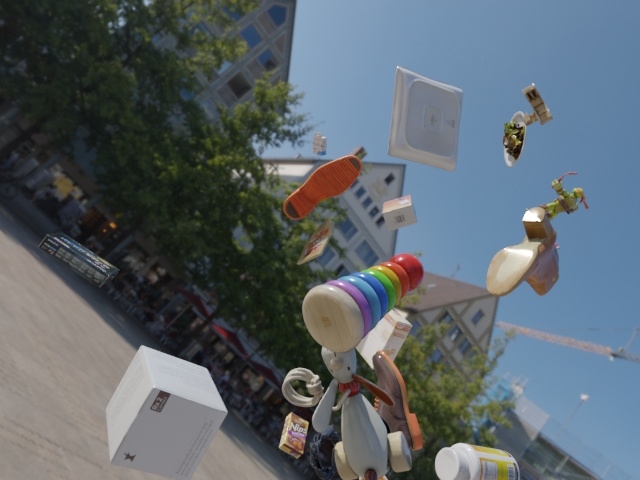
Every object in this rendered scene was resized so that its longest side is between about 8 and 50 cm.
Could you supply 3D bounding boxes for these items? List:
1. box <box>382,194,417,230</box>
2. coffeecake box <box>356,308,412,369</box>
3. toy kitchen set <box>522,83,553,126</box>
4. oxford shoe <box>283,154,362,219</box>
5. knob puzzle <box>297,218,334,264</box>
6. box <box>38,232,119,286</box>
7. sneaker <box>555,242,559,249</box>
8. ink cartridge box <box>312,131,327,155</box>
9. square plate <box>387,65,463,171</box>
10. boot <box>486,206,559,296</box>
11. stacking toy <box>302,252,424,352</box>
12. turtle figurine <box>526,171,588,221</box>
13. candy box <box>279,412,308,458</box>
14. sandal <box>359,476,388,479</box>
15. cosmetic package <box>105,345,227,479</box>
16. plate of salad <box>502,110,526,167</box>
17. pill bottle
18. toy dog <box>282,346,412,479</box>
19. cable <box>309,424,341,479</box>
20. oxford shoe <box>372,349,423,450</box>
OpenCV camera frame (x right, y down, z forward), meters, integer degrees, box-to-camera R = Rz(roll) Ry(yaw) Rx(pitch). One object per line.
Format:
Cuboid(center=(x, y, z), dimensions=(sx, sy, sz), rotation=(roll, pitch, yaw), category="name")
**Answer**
Cuboid(center=(0.349, -0.123, 2.262), dimensions=(0.170, 0.130, 0.091), rotation=(-69, 139, -69), category="box")
Cuboid(center=(0.211, 0.327, 1.741), dimensions=(0.068, 0.185, 0.142), rotation=(21, 11, -27), category="coffeecake box")
Cuboid(center=(0.570, -0.357, 1.387), dimensions=(0.075, 0.068, 0.083), rotation=(27, 43, -45), category="toy kitchen set")
Cuboid(center=(0.008, -0.224, 1.975), dimensions=(0.130, 0.364, 0.132), rotation=(51, 26, -17), category="oxford shoe")
Cuboid(center=(0.000, 0.000, 1.937), dimensions=(0.030, 0.213, 0.213), rotation=(36, -13, -18), category="knob puzzle")
Cuboid(center=(-0.767, 0.060, 1.644), dimensions=(0.220, 0.051, 0.175), rotation=(36, -5, -10), category="box")
Cuboid(center=(0.978, 0.007, 2.175), dimensions=(0.067, 0.042, 0.118), rotation=(64, 21, -1), category="sneaker")
Cuboid(center=(-0.002, -0.368, 1.944), dimensions=(0.048, 0.028, 0.083), rotation=(22, -60, 38), category="ink cartridge box")
Cuboid(center=(0.424, -0.467, 1.988), dimensions=(0.344, 0.347, 0.049), rotation=(8, -3, -29), category="square plate")
Cuboid(center=(0.535, 0.082, 1.306), dimensions=(0.104, 0.295, 0.211), rotation=(9, -37, 46), category="boot")
Cuboid(center=(0.114, 0.105, 1.099), dimensions=(0.141, 0.330, 0.141), rotation=(18, -61, 35), category="stacking toy")
Cuboid(center=(0.896, -0.126, 1.912), dimensions=(0.269, 0.217, 0.087), rotation=(31, 30, -44), category="turtle figurine")
Cuboid(center=(-0.127, 0.937, 2.476), dimensions=(0.109, 0.053, 0.186), rotation=(34, 28, -12), category="candy box")
Cuboid(center=(0.183, 0.739, 1.365), dimensions=(0.265, 0.102, 0.076), rotation=(57, -1, 13), category="sandal")
Cuboid(center=(-0.293, 0.318, 0.960), dimensions=(0.151, 0.151, 0.184), rotation=(29, 0, -28), category="cosmetic package")
Cuboid(center=(0.692, -0.365, 1.854), dimensions=(0.048, 0.199, 0.200), rotation=(6, -19, -1), category="plate of salad")
Cuboid(center=(0.404, 0.595, 1.333), dimensions=(0.215, 0.117, 0.117), rotation=(20, -4, -27), category="pill bottle")
Cuboid(center=(0.071, 0.386, 1.078), dimensions=(0.333, 0.220, 0.161), rotation=(50, 11, -4), category="toy dog")
Cuboid(center=(0.016, 0.702, 1.679), dimensions=(0.047, 0.184, 0.150), rotation=(-8, -84, 26), category="cable")
Cuboid(center=(0.177, 0.421, 1.354), dimensions=(0.097, 0.098, 0.271), rotation=(92, -18, -56), category="oxford shoe")
